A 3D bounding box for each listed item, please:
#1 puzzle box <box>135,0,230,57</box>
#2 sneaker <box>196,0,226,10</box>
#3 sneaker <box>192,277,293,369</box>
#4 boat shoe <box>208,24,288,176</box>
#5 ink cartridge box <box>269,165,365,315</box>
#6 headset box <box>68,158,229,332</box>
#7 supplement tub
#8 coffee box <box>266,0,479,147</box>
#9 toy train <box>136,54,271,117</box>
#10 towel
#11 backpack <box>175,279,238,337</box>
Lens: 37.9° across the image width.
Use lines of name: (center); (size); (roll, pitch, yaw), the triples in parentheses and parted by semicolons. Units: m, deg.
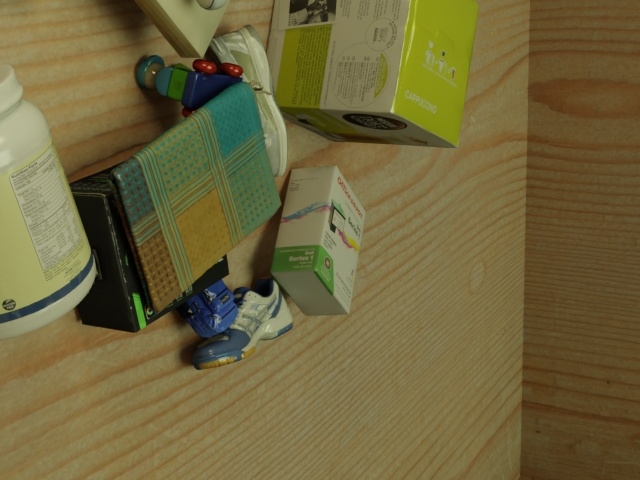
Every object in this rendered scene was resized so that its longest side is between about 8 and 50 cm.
puzzle box: (-0.257, -0.525, 1.480); (0.409, 0.052, 0.272); (51, 54, -50)
sneaker: (-0.213, -0.481, 1.443); (0.091, 0.094, 0.258); (-27, 115, -33)
sneaker: (-0.175, 0.168, 1.923); (0.296, 0.112, 0.131); (-30, 106, -56)
boat shoe: (-0.141, -0.267, 1.866); (0.103, 0.118, 0.320); (-20, 124, -13)
ink cartridge box: (0.000, 0.000, 2.080); (0.201, 0.117, 0.278); (54, 39, -50)
headset box: (-0.309, -0.006, 1.607); (0.283, 0.131, 0.246); (-32, 121, -51)
supplement tub: (-0.459, -0.053, 1.258); (0.235, 0.235, 0.325); (-45, 133, -45)
coffee box: (0.114, -0.403, 2.018); (0.338, 0.334, 0.338); (14, 85, -58)
toy train: (-0.212, -0.286, 1.710); (0.248, 0.143, 0.105); (-13, 121, -62)
towel: (-0.204, -0.084, 1.593); (0.370, 0.040, 0.271); (-44, 133, -44)
backpack: (-0.217, 0.124, 1.795); (0.098, 0.101, 0.120); (-40, 102, -42)
